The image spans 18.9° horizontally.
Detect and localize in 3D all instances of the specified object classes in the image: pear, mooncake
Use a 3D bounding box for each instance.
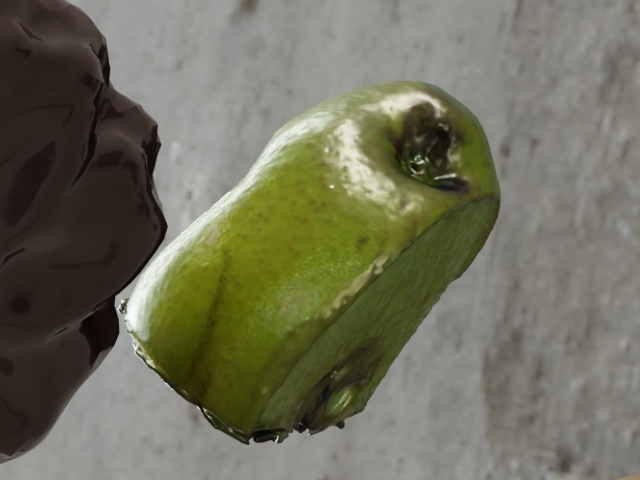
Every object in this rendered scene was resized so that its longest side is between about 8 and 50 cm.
[{"bbox_3d":[0.000,0.000,1.319,0.164,0.238,0.255,40,103,16],"label":"pear"},{"bbox_3d":[-0.266,-0.005,1.072,0.212,0.351,0.381,36,111,37],"label":"mooncake"}]

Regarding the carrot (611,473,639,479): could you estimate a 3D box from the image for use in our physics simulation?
[{"bbox_3d":[0.342,0.271,1.752,0.139,0.302,0.138,174,90,-72],"label":"carrot"}]
